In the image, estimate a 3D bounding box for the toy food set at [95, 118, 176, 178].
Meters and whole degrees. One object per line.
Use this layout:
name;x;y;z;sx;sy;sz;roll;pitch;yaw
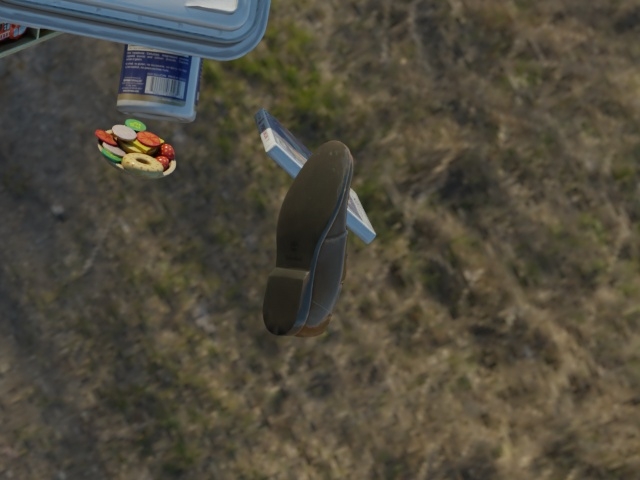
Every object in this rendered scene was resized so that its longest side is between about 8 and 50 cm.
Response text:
toy food set;-0.182;-0.089;1.418;0.083;0.020;0.083;32;31;12

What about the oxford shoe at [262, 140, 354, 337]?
oxford shoe;0.000;0.000;1.520;0.076;0.076;0.212;13;94;-44

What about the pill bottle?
pill bottle;-0.181;-0.227;1.677;0.094;0.094;0.169;10;87;-51

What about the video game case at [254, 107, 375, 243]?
video game case;-0.009;-0.094;2.046;0.201;0.023;0.183;41;10;-20

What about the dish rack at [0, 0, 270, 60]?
dish rack;-0.197;-0.354;1.518;0.333;0.072;0.285;9;88;-14

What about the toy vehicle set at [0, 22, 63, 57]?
toy vehicle set;-0.381;-0.305;1.750;0.035;0.166;0.267;34;42;23
